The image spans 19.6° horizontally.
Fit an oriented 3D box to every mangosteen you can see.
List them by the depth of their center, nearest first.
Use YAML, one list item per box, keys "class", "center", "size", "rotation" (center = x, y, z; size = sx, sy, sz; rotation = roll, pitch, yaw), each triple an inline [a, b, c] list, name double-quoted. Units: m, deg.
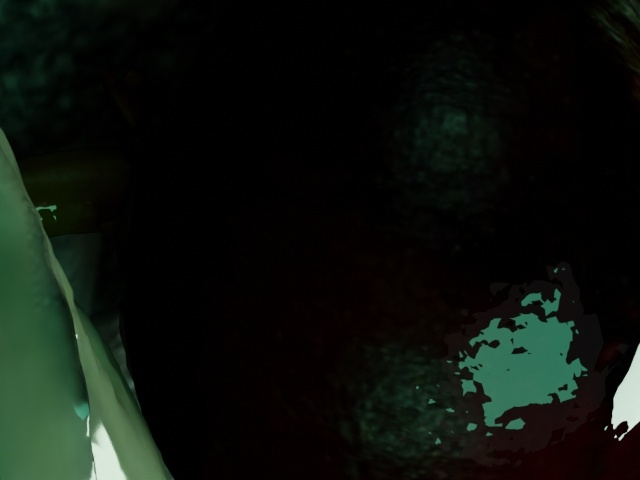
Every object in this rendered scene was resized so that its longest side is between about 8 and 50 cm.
- class: "mangosteen"
  center: [0.000, 0.000, 0.625]
  size: [0.261, 0.235, 0.235]
  rotation: [13, 117, 0]

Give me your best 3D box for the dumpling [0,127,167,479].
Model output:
- class: "dumpling"
  center: [-0.164, 0.104, 0.542]
  size: [0.243, 0.187, 0.318]
  rotation: [-13, 140, -22]
